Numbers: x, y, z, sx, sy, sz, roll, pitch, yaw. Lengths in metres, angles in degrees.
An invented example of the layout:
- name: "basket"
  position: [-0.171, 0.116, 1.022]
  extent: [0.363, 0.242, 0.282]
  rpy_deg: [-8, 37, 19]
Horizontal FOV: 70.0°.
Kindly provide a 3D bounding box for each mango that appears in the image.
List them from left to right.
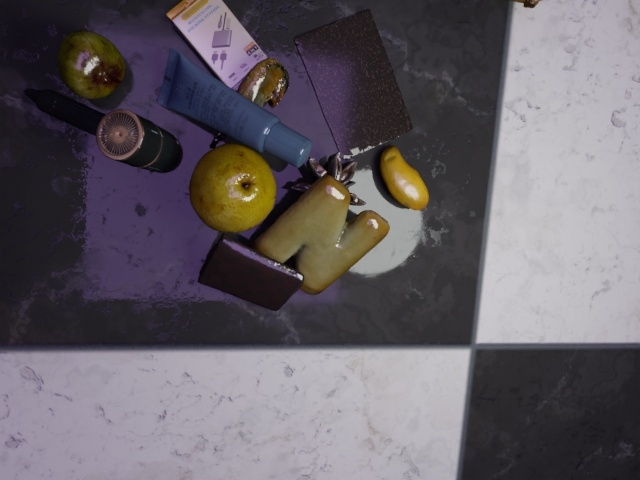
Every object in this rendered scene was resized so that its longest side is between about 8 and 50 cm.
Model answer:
- name: "mango"
  position: [0.218, -0.158, 1.207]
  extent: [0.098, 0.075, 0.190]
  rpy_deg: [-39, 100, -22]

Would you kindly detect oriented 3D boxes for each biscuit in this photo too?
- name: "biscuit"
  position: [0.000, 0.000, 1.119]
  extent: [0.291, 0.062, 0.237]
  rpy_deg: [-41, 119, 20]

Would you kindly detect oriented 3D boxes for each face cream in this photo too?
- name: "face cream"
  position: [-0.197, -0.285, 1.032]
  extent: [0.385, 0.086, 0.135]
  rpy_deg: [30, 119, 7]

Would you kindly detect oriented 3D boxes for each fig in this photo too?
- name: "fig"
  position: [-0.494, -0.380, 0.989]
  extent: [0.121, 0.153, 0.136]
  rpy_deg: [15, 124, -6]

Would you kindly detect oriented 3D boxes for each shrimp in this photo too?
- name: "shrimp"
  position: [-0.164, -0.312, 1.104]
  extent: [0.117, 0.066, 0.262]
  rpy_deg: [24, 108, -40]

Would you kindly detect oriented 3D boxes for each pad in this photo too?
- name: "pad"
  position: [0.093, -0.401, 1.185]
  extent: [0.220, 0.004, 0.330]
  rpy_deg: [-24, 101, -9]

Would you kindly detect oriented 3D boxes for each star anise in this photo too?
- name: "star anise"
  position: [0.017, -0.111, 1.160]
  extent: [0.209, 0.089, 0.231]
  rpy_deg: [23, 95, -27]

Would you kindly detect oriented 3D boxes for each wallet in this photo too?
- name: "wallet"
  position: [-0.171, 0.088, 1.125]
  extent: [0.229, 0.049, 0.182]
  rpy_deg: [26, 131, -14]

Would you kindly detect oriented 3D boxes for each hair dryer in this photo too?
- name: "hair dryer"
  position: [-0.500, -0.265, 1.021]
  extent: [0.352, 0.189, 0.107]
  rpy_deg: [26, 93, 8]

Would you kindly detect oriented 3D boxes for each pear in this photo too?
- name: "pear"
  position: [-0.202, -0.119, 1.055]
  extent: [0.209, 0.209, 0.208]
  rpy_deg: [-2, 97, -12]

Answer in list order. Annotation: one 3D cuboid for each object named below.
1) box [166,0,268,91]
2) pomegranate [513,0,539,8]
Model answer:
- name: "box"
  position: [-0.238, -0.474, 1.088]
  extent: [0.129, 0.033, 0.247]
  rpy_deg: [-42, 104, -4]
- name: "pomegranate"
  position: [0.542, -0.699, 1.158]
  extent: [0.191, 0.191, 0.191]
  rpy_deg: [-2, 97, -12]
